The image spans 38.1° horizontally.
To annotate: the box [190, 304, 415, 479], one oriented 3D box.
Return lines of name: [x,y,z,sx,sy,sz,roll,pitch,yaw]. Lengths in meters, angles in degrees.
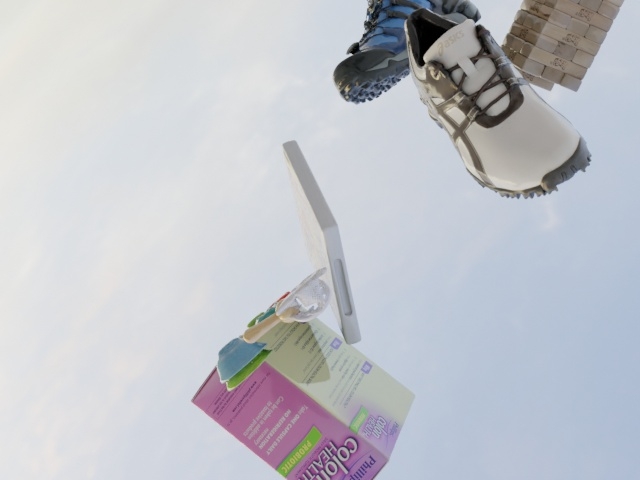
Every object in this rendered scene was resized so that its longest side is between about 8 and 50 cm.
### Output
box: [-0.015,0.214,1.252,0.117,0.243,0.213,-54,176,19]

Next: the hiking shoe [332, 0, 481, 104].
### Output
hiking shoe: [0.091,-0.284,1.245,0.113,0.132,0.304,-33,-174,45]

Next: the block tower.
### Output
block tower: [0.344,-0.352,1.183,0.335,0.091,0.097,-66,-159,18]

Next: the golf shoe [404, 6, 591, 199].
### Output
golf shoe: [0.114,-0.103,0.669,0.077,0.094,0.198,-38,-139,-1]

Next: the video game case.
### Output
video game case: [0.000,0.000,1.292,0.026,0.206,0.227,-17,-143,-6]

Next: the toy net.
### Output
toy net: [-0.040,0.090,1.058,0.122,0.045,0.232,-41,-179,-44]
